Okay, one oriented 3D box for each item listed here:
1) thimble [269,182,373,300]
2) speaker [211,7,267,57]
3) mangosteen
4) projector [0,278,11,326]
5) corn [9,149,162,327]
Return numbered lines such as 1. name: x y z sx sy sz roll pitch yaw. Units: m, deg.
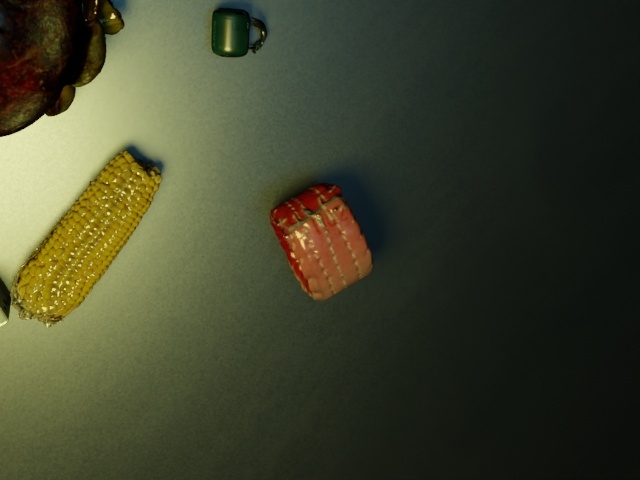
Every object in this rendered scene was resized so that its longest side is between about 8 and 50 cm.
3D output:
1. thimble: 0.000 0.003 1.345 0.125 0.163 0.189 -29 127 -9
2. speaker: -0.126 -0.330 1.253 0.094 0.060 0.075 -2 108 -19
3. mangosteen: -0.447 -0.290 1.039 0.330 0.330 0.330 -6 108 -18
4. projector: -0.559 0.117 1.211 0.147 0.115 0.061 -27 111 -10
5. corn: -0.368 0.001 1.248 0.115 0.115 0.318 38 92 -25
